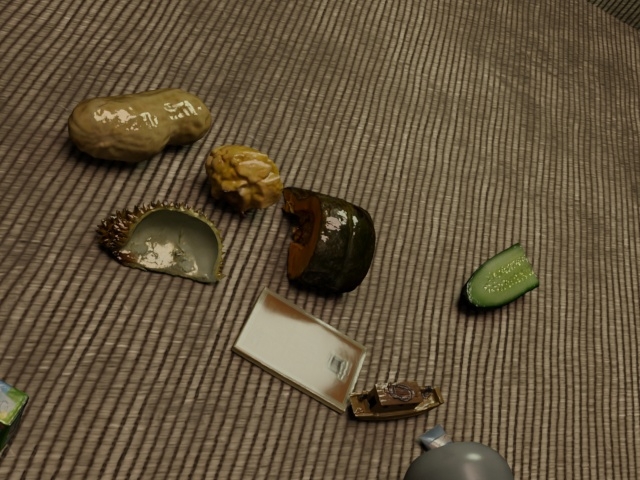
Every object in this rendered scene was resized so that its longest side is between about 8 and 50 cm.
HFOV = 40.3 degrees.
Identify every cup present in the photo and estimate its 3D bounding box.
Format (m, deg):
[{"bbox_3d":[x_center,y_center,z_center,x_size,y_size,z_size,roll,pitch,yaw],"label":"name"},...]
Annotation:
[{"bbox_3d":[0.257,0.506,1.450,0.205,0.205,0.312,8,50,-26],"label":"cup"}]

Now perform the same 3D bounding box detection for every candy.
[{"bbox_3d":[-0.536,0.225,1.287,0.194,0.097,0.062,29,43,-6],"label":"candy"}]

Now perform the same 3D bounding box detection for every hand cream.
[{"bbox_3d":[0.254,0.425,1.634,0.065,0.043,0.170,-18,60,-41],"label":"hand cream"}]

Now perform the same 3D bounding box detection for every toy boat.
[{"bbox_3d":[0.147,0.300,1.648,0.200,0.077,0.057,2,52,-30],"label":"toy boat"}]

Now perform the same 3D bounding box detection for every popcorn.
[{"bbox_3d":[-0.156,-0.127,1.781,0.167,0.148,0.152,20,68,-1],"label":"popcorn"}]

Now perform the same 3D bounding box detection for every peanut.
[{"bbox_3d":[-0.354,-0.229,1.756,0.319,0.147,0.147,-14,62,-43],"label":"peanut"}]

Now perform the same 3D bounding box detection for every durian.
[{"bbox_3d":[-0.288,-0.006,1.632,0.252,0.144,0.139,14,70,-28],"label":"durian"}]

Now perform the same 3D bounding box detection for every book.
[{"bbox_3d":[-0.035,0.206,1.660,0.242,0.018,0.170,32,43,-5],"label":"book"}]

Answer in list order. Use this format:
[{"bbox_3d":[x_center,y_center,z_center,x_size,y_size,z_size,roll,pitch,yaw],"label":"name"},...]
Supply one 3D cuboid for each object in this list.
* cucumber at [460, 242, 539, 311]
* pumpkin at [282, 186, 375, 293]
[{"bbox_3d":[0.392,0.097,1.974,0.244,0.063,0.115,-20,75,-41],"label":"cucumber"},{"bbox_3d":[0.001,0.000,1.811,0.139,0.190,0.280,12,6,-22],"label":"pumpkin"}]
